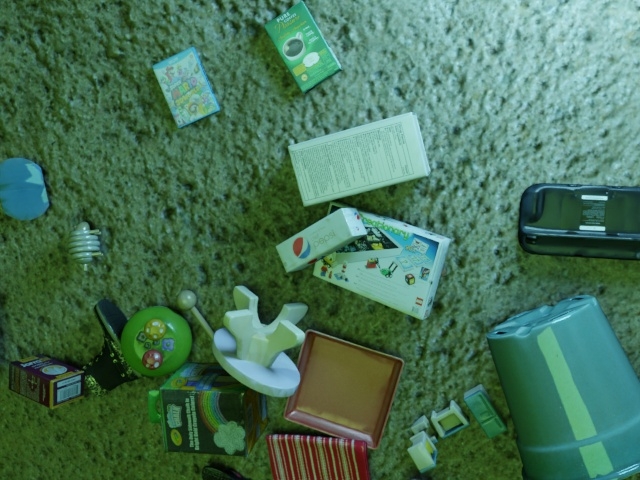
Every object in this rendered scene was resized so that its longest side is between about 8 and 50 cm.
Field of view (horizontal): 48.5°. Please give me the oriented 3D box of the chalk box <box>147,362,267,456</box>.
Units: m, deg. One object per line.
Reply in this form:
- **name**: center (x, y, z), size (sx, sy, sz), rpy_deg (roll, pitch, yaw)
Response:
- **chalk box**: center (-0.301, 0.429, 1.831), size (0.289, 0.179, 0.180), rpy_deg (1, 102, 13)

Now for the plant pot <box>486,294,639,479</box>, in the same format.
- **plant pot**: center (0.546, 0.319, 1.569), size (0.341, 0.341, 0.334), rpy_deg (-23, 88, 15)

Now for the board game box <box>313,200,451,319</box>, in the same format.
- **board game box**: center (0.138, 0.041, 1.675), size (0.305, 0.053, 0.193), rpy_deg (21, 106, 28)

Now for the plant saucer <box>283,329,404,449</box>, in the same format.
- **plant saucer**: center (0.059, 0.374, 1.811), size (0.259, 0.048, 0.258), rpy_deg (17, 104, 7)

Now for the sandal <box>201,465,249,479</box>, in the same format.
- **sandal**: center (-0.242, 0.658, 1.938), size (0.179, 0.040, 0.067), rpy_deg (23, 111, -8)

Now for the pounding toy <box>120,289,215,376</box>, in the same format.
- **pounding toy**: center (-0.398, 0.248, 1.812), size (0.237, 0.110, 0.183), rpy_deg (-29, 92, -8)

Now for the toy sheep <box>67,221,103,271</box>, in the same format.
- **toy sheep**: center (-0.619, 0.015, 1.864), size (0.091, 0.091, 0.132), rpy_deg (-9, 80, 13)

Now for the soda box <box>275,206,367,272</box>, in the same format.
- **soda box**: center (0.000, 0.000, 1.685), size (0.216, 0.069, 0.074), rpy_deg (-30, 78, 33)

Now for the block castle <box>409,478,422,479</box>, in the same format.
- **block castle**: center (0.297, 0.843, 1.773), size (0.303, 0.213, 0.453), rpy_deg (14, 105, 5)

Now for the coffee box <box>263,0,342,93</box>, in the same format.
- **coffee box**: center (-0.040, -0.454, 1.673), size (0.113, 0.040, 0.184), rpy_deg (-31, 94, 15)

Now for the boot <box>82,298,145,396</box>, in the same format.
- **boot**: center (-0.583, 0.295, 1.912), size (0.178, 0.085, 0.236), rpy_deg (-31, 92, 19)

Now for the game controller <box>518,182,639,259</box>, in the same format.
- **game controller**: center (0.616, -0.043, 1.615), size (0.319, 0.067, 0.166), rpy_deg (3, 87, 11)

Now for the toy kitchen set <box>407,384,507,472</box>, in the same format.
- **toy kitchen set**: center (0.332, 0.474, 1.711), size (0.207, 0.166, 0.122), rpy_deg (-34, 92, 16)

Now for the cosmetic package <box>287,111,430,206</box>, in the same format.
- **cosmetic package**: center (0.093, -0.188, 1.653), size (0.296, 0.129, 0.153), rpy_deg (-12, 97, 14)

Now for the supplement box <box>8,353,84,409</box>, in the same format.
- **supplement box**: center (-0.741, 0.378, 1.920), size (0.188, 0.104, 0.081), rpy_deg (12, 103, 31)

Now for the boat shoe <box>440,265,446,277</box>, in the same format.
- **boat shoe**: center (0.222, 0.102, 1.715), size (0.178, 0.064, 0.060), rpy_deg (-32, 91, 13)

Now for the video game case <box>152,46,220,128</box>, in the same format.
- **video game case**: center (-0.334, -0.378, 1.763), size (0.119, 0.015, 0.166), rpy_deg (-21, 96, 15)

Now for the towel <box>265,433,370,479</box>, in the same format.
- **towel**: center (-0.002, 0.597, 1.850), size (0.275, 0.031, 0.199), rpy_deg (-1, 111, 16)

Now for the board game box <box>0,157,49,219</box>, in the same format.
- **board game box**: center (-0.790, -0.140, 1.898), size (0.133, 0.033, 0.169), rpy_deg (-6, 105, 8)

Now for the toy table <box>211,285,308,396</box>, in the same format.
- **toy table**: center (-0.142, 0.238, 1.738), size (0.274, 0.252, 0.161), rpy_deg (27, 111, 28)
